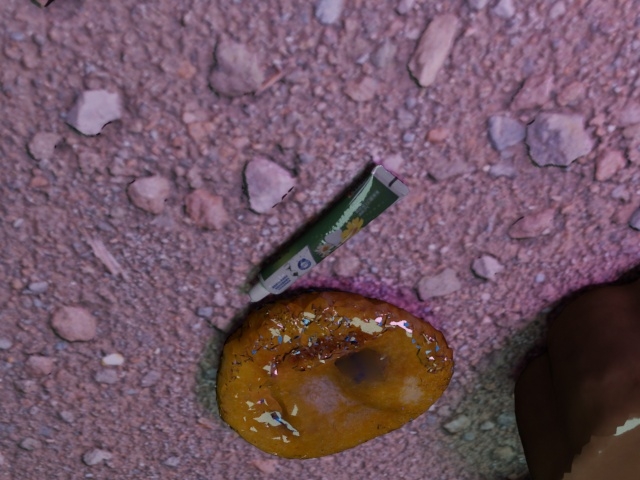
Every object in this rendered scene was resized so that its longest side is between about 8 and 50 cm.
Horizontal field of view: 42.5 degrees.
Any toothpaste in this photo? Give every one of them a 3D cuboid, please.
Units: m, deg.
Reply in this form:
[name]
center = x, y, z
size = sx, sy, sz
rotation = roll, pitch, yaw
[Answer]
[toothpaste]
center = 0.000, 0.000, 0.824
size = 0.204, 0.031, 0.049
rotation = -40, 124, 22

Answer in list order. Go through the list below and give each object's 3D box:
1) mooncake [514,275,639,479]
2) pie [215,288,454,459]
[mooncake]
center = 0.410, 0.192, 0.923
size = 0.379, 0.200, 0.378
rotation = -5, 127, -7
[pie]
center = 0.015, 0.152, 0.923
size = 0.274, 0.069, 0.273
rotation = -4, 129, -5
